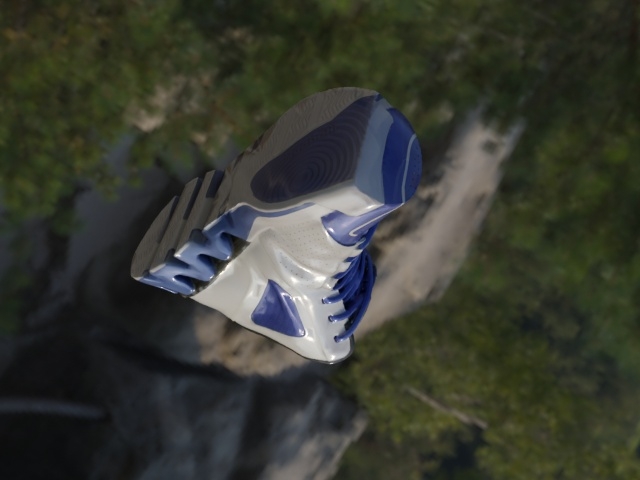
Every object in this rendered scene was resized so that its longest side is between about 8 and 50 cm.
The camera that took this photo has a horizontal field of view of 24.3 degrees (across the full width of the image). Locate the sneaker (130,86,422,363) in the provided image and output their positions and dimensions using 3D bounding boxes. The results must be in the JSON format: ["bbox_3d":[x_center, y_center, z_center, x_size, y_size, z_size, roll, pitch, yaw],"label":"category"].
[{"bbox_3d":[-0.001,0.000,1.234,0.315,0.182,0.127,-26,-144,47],"label":"sneaker"}]
